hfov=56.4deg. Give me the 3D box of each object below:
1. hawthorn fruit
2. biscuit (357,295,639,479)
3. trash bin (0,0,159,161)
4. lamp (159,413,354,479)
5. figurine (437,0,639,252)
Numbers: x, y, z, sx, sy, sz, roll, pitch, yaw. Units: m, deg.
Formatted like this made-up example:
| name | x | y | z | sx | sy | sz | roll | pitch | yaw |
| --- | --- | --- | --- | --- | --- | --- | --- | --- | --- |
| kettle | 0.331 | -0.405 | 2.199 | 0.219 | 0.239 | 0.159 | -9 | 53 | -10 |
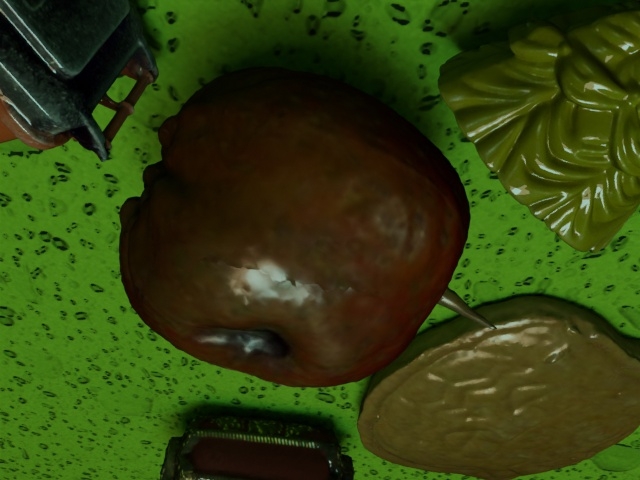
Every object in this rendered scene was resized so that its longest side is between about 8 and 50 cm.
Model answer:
| name | x | y | z | sx | sy | sz | roll | pitch | yaw |
| --- | --- | --- | --- | --- | --- | --- | --- | --- | --- |
| hawthorn fruit | -0.021 | -0.010 | 0.468 | 0.262 | 0.258 | 0.258 | 2 | 142 | -40 |
| biscuit | 0.245 | 0.227 | 0.799 | 0.365 | 0.062 | 0.385 | 21 | 131 | -17 |
| trash bin | -0.260 | -0.131 | 0.425 | 0.239 | 0.161 | 0.184 | -14 | 131 | 26 |
| lamp | -0.091 | 0.346 | 0.860 | 0.274 | 0.177 | 0.177 | 7 | 134 | -3 |
| figurine | 0.254 | -0.145 | 0.364 | 0.187 | 0.168 | 0.315 | 48 | 125 | -3 |
